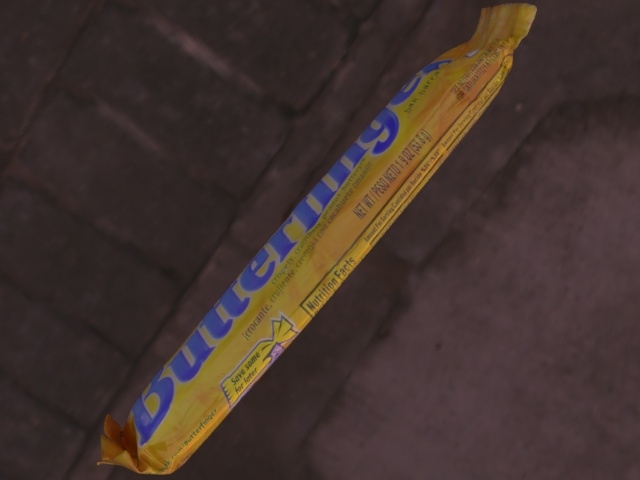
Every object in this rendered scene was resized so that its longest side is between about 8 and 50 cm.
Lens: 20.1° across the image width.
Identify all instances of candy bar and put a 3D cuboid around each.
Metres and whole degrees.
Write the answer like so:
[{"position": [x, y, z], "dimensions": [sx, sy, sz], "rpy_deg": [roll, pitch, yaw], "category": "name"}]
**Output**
[{"position": [0.000, 0.000, 0.466], "dimensions": [0.018, 0.040, 0.161], "rpy_deg": [44, 81, -16], "category": "candy bar"}]
